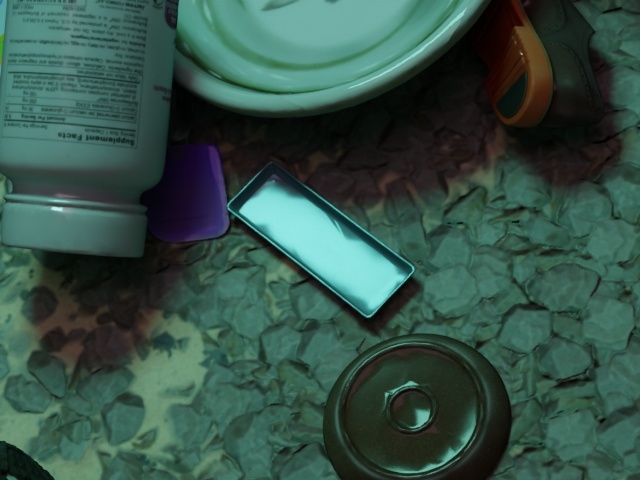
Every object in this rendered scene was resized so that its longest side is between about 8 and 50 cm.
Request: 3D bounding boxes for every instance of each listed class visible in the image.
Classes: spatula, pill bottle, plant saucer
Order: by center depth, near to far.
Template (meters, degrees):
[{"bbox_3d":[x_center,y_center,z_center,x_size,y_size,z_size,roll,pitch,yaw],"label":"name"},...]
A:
[{"bbox_3d":[0.082,0.153,1.614,0.168,0.029,0.168,-6,60,10],"label":"plant saucer"},{"bbox_3d":[-0.219,-0.130,1.708,0.160,0.160,0.283,6,91,16],"label":"pill bottle"},{"bbox_3d":[0.000,0.000,1.720,0.192,0.018,0.067,37,76,28],"label":"plant saucer"},{"bbox_3d":[0.012,-0.279,1.802,0.400,0.100,0.400,-9,62,17],"label":"plant saucer"},{"bbox_3d":[-0.137,-0.135,1.815,0.084,0.030,0.296,-9,61,9],"label":"spatula"}]

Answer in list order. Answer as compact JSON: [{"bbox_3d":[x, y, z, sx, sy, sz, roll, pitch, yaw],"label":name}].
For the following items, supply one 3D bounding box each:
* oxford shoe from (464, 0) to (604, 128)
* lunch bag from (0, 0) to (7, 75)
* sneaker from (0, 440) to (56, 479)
[{"bbox_3d":[0.201,-0.207,1.760,0.098,0.097,0.271,8,50,-21],"label":"oxford shoe"},{"bbox_3d":[-0.288,-0.229,1.845,0.176,0.090,0.219,22,69,-3],"label":"lunch bag"},{"bbox_3d":[-0.291,0.360,1.535,0.182,0.158,0.410,-22,53,21],"label":"sneaker"}]
